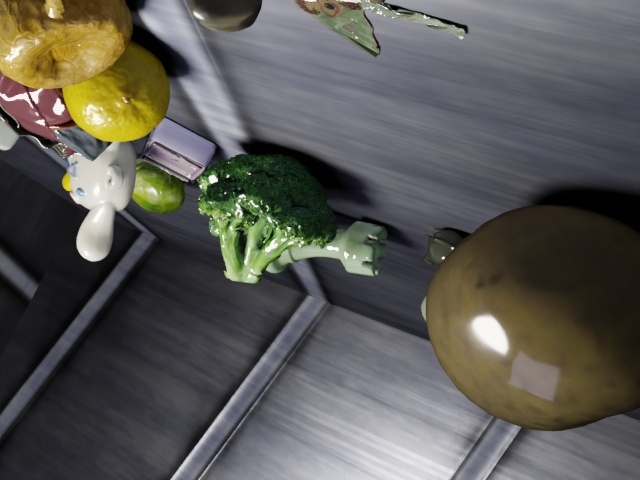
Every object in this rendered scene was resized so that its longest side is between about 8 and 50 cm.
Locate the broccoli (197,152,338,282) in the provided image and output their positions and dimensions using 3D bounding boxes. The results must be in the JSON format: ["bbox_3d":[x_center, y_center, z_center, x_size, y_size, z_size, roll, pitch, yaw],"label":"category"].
[{"bbox_3d":[-0.113,-0.052,1.504,0.307,0.275,0.308,15,-161,-5],"label":"broccoli"}]

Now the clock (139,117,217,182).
[{"bbox_3d":[-0.331,-0.205,1.679,0.144,0.073,0.193,28,167,-16],"label":"clock"}]

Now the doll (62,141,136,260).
[{"bbox_3d":[-0.523,-0.193,1.662,0.187,0.376,0.365,26,-171,-38],"label":"doll"}]

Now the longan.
[{"bbox_3d":[0.353,0.118,1.101,0.404,0.336,0.404,23,156,11],"label":"longan"}]

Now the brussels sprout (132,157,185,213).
[{"bbox_3d":[-0.461,-0.149,2.024,0.161,0.144,0.180,8,-151,-51],"label":"brussels sprout"}]

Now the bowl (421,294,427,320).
[{"bbox_3d":[0.339,0.132,1.628,0.211,0.211,0.112,21,125,16],"label":"bowl"}]

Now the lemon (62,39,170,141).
[{"bbox_3d":[-0.348,-0.257,1.243,0.178,0.178,0.203,31,179,-30],"label":"lemon"}]

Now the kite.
[{"bbox_3d":[0.044,-0.267,0.821,0.250,0.012,0.229,19,168,19],"label":"kite"}]

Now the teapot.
[{"bbox_3d":[-0.384,-0.333,1.034,0.167,0.203,0.311,66,165,7],"label":"teapot"}]

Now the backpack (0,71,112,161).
[{"bbox_3d":[-0.538,-0.302,1.333,0.283,0.197,0.317,33,169,23],"label":"backpack"}]

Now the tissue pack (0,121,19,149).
[{"bbox_3d":[-0.785,-0.350,1.589,0.333,0.236,0.229,18,176,31],"label":"tissue pack"}]

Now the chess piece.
[{"bbox_3d":[0.000,0.000,1.712,0.299,0.195,0.194,10,164,20],"label":"chess piece"}]

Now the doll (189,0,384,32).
[{"bbox_3d":[-0.092,-0.330,0.416,0.382,0.252,0.379,14,138,-7],"label":"doll"}]

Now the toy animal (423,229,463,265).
[{"bbox_3d":[0.313,0.067,1.495,0.245,0.115,0.146,24,169,0],"label":"toy animal"}]
